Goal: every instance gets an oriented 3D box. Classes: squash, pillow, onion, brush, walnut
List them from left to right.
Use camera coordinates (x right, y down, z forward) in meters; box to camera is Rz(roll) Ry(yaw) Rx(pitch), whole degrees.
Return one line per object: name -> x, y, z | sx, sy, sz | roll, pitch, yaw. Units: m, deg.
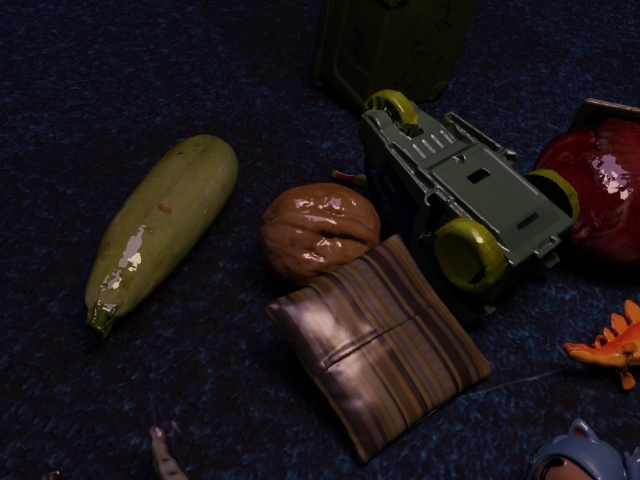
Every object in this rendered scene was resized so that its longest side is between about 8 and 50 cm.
squash -> -0.218, -0.018, 0.929 | 0.118, 0.118, 0.370 | 16, 47, 12
walnut -> 0.000, 0.000, 0.910 | 0.166, 0.149, 0.166 | 5, 72, -16
brush -> 0.058, -0.098, 1.114 | 0.083, 0.019, 0.021 | 18, 33, 14
pillow -> 0.071, 0.115, 0.807 | 0.212, 0.052, 0.208 | -27, 76, -28
onion -> 0.425, -0.068, 0.986 | 0.246, 0.190, 0.246 | 13, 48, -14

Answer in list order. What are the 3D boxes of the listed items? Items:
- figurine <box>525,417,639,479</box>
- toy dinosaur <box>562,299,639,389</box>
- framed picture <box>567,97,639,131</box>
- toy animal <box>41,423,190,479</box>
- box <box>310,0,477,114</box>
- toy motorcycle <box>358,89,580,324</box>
figurine -> 0.267, 0.271, 0.656 | 0.144, 0.114, 0.178 | -32, 62, -32
toy dinosaur -> 0.428, 0.125, 0.862 | 0.288, 0.070, 0.117 | 2, 41, -11
framed picture -> 0.517, -0.140, 1.074 | 0.273, 0.216, 0.016 | 14, 72, 8
toy animal -> -0.141, 0.255, 0.646 | 0.255, 0.090, 0.170 | -10, 47, -13
box -> 0.140, -0.385, 1.235 | 0.253, 0.329, 0.178 | -23, 61, -26
toy motorcycle -> 0.166, -0.053, 0.955 | 0.191, 0.200, 0.326 | -29, 61, -30
